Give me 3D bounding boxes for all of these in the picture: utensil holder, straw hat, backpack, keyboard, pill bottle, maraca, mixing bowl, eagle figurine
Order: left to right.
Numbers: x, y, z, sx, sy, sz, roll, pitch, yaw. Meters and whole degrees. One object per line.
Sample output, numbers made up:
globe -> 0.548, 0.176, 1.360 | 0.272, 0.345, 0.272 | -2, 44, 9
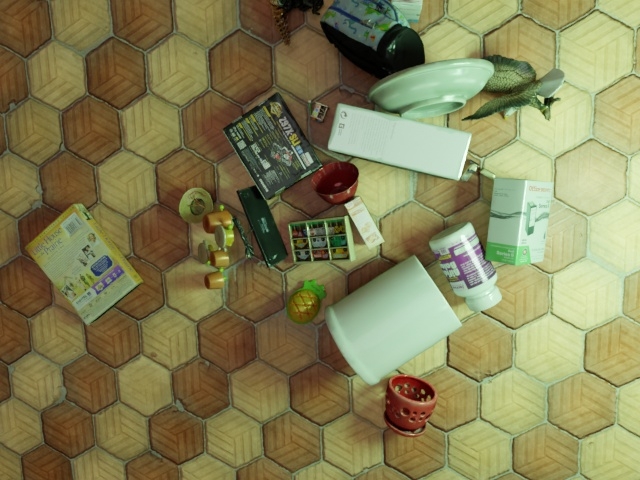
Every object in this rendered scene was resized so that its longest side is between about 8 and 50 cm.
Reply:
straw hat -> -0.483, -0.131, 1.792 | 0.144, 0.061, 0.144 | -1, 81, 3
keyboard -> -0.247, -0.045, 1.722 | 0.033, 0.201, 0.317 | -19, 95, 41
maraca -> -0.055, 0.240, 1.776 | 0.127, 0.099, 0.186 | 35, 74, -1
mixing bowl -> 0.066, -0.198, 1.679 | 0.181, 0.181, 0.098 | -15, 136, 9
backpack -> 0.169, -0.699, 1.535 | 0.355, 0.290, 0.273 | 27, 100, 28
utensil holder -> 0.260, 0.281, 1.627 | 0.385, 0.327, 0.328 | -34, 92, 9
pill bottle -> 0.534, 0.099, 1.646 | 0.169, 0.169, 0.301 | -28, 93, 10
eagle figurine -> 0.650, -0.498, 1.547 | 0.298, 0.226, 0.225 | 11, 119, 0

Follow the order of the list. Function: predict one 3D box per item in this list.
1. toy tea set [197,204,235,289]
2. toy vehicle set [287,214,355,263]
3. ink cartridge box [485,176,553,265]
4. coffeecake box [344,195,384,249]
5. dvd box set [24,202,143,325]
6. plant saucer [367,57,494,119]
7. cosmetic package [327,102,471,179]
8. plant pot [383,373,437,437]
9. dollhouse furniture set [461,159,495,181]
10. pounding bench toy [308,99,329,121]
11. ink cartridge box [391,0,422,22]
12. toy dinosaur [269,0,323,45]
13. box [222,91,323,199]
toy tea set -> -0.385, 0.034, 1.767 | 0.200, 0.124, 0.336 | 50, 134, 35
toy vehicle set -> 0.000, 0.000, 1.705 | 0.267, 0.035, 0.166 | -5, 98, 35
ink cartridge box -> 0.692, -0.070, 1.575 | 0.121, 0.211, 0.289 | 13, 103, 49
coffeecake box -> 0.163, -0.070, 1.681 | 0.068, 0.142, 0.185 | -29, 93, 8
dvd box set -> -0.985, 0.101, 1.883 | 0.307, 0.062, 0.420 | -38, 92, 10
plant saucer -> 0.358, -0.470, 1.471 | 0.400, 0.400, 0.101 | -8, 93, 8
cosmetic package -> 0.268, -0.340, 1.591 | 0.453, 0.230, 0.161 | 14, 100, 6
plant pot -> 0.335, 0.636, 1.735 | 0.191, 0.191, 0.174 | 14, 106, 5
dollhouse furniture set -> 0.575, -0.225, 1.650 | 0.114, 0.091, 0.081 | 29, 115, -1
pounding bench toy -> -0.019, -0.483, 1.694 | 0.083, 0.052, 0.065 | 22, 100, 4
ink cartridge box -> 0.294, -0.809, 1.548 | 0.104, 0.180, 0.060 | 7, 98, 5
toy dinosaur -> -0.109, -0.881, 1.629 | 0.218, 0.164, 0.322 | 4, 117, 21
box -> -0.180, -0.353, 1.719 | 0.257, 0.079, 0.322 | -32, 93, 8
